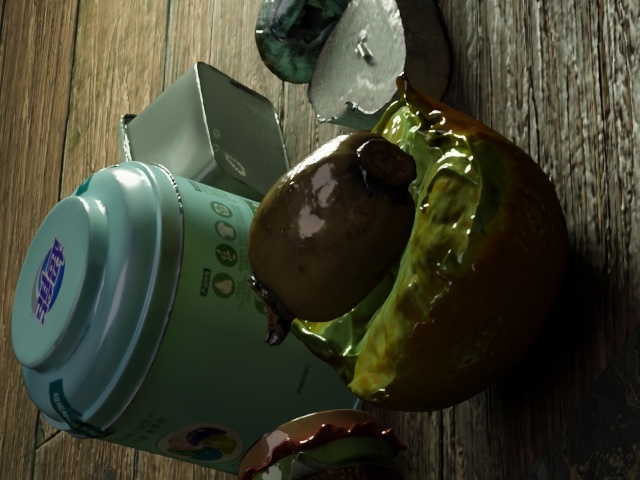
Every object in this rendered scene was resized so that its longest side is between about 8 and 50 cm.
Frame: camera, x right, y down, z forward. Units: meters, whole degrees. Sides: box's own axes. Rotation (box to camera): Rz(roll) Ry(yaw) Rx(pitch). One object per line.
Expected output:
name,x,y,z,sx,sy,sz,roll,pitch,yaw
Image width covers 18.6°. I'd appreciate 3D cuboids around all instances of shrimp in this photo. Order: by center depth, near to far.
shrimp,0.028,-0.346,2.119,0.172,0.137,0.372,-142,64,-70

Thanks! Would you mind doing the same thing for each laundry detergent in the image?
laundry detergent,-0.139,0.081,1.993,0.287,0.305,0.287,-39,41,46

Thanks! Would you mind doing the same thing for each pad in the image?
pad,0.207,0.268,1.580,0.367,0.007,0.247,-58,31,25

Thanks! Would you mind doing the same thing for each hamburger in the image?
hamburger,0.011,0.247,1.790,0.175,0.175,0.137,-51,47,34

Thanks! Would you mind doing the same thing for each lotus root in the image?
lotus root,0.000,0.000,1.632,0.221,0.118,0.125,-47,16,34

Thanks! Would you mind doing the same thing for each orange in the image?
orange,0.094,0.020,1.734,0.262,0.196,0.334,-56,33,-2

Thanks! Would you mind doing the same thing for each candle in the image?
candle,0.065,-0.199,2.047,0.192,0.068,0.168,1,78,59

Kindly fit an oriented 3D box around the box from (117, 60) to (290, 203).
box,-0.126,-0.082,2.237,0.135,0.163,0.243,-45,36,26
